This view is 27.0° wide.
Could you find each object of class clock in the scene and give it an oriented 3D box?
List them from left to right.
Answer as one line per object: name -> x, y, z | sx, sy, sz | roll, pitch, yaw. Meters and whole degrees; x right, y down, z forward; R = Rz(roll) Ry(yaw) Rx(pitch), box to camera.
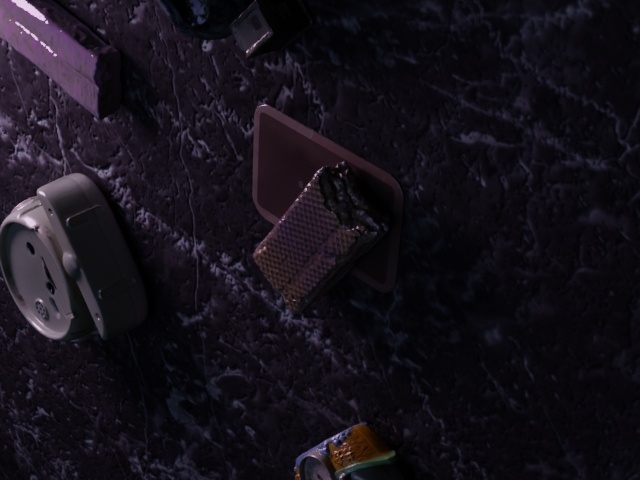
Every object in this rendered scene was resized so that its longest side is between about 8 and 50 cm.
clock -> -0.422, 0.047, 2.173 | 0.324, 0.109, 0.265 | -19, 97, 54
clock -> 0.039, 0.336, 1.804 | 0.231, 0.103, 0.144 | -40, 72, 52

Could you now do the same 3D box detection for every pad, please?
pad -> 0.003, -0.054, 1.686 | 0.266, 0.002, 0.176 | 32, 134, 34

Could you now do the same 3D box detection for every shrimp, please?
shrimp -> -0.210, -0.379, 1.554 | 0.137, 0.172, 0.372 | -29, 119, 25

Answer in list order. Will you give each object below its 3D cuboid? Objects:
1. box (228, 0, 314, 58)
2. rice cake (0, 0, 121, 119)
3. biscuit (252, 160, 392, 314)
box -> -0.061, -0.258, 1.586 | 0.085, 0.063, 0.060 | -30, 89, 54
rice cake -> -0.397, -0.298, 1.976 | 0.298, 0.050, 0.106 | 38, 136, 30
biscuit -> 0.000, 0.000, 1.670 | 0.108, 0.062, 0.239 | 53, 144, 9
